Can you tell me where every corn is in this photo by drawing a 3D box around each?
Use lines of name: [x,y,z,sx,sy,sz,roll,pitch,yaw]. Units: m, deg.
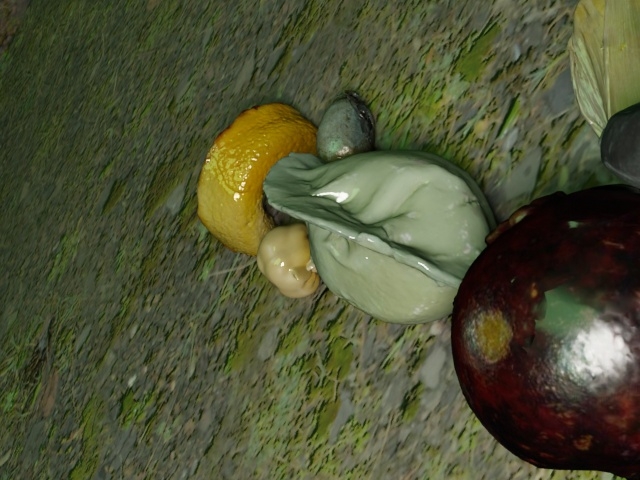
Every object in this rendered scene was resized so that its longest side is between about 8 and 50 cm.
corn: [0.359,-0.161,0.882,0.123,0.122,0.305,104,160,-61]

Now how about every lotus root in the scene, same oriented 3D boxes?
lotus root: [0.039,-0.164,1.224,0.088,0.088,0.165,-24,49,35]

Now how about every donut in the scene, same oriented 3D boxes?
donut: [-0.109,-0.098,1.283,0.101,0.152,0.259,32,99,38]

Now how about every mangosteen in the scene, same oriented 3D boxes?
mangosteen: [0.273,0.094,0.758,0.311,0.311,0.311,-18,62,38]

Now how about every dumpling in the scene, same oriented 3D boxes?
dumpling: [0.086,0.003,1.011,0.320,0.270,0.212,0,118,30]

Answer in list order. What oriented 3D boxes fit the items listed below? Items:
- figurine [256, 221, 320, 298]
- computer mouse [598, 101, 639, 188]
figurine: [0.000,0.000,1.193,0.196,0.108,0.114,-34,61,7]
computer mouse: [0.420,-0.112,0.689,0.374,0.203,0.114,-21,95,-1]
